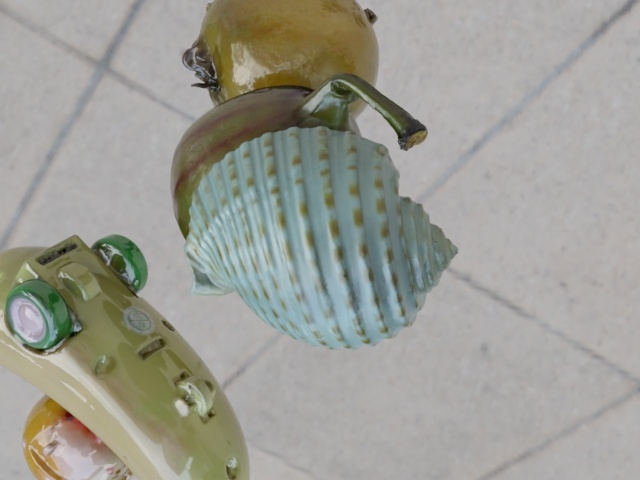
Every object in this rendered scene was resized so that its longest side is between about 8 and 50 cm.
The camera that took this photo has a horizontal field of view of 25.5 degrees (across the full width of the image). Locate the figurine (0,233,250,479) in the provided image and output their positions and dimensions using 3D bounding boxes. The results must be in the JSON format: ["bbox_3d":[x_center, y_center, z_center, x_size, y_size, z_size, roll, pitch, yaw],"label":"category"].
[{"bbox_3d":[-0.196,0.138,1.232,0.324,0.124,0.222,45,129,9],"label":"figurine"}]

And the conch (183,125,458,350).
[{"bbox_3d":[0.004,0.001,0.843,0.153,0.135,0.102,-5,-167,-21],"label":"conch"}]

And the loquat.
[{"bbox_3d":[-0.028,-0.144,1.130,0.163,0.163,0.137,15,150,9],"label":"loquat"}]

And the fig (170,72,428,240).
[{"bbox_3d":[-0.029,-0.054,0.998,0.142,0.148,0.186,2,133,-18],"label":"fig"}]
